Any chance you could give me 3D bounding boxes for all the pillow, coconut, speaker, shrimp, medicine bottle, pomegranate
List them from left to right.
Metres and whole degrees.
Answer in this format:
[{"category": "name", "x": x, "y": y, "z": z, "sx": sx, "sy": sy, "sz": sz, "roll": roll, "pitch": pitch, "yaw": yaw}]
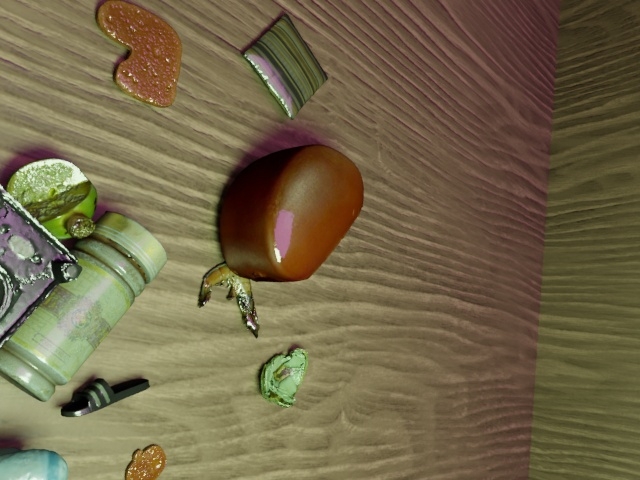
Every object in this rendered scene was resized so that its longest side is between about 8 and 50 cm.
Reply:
[{"category": "speaker", "x": -0.533, "y": 0.057, "z": 0.802, "sx": 0.184, "sy": 0.253, "sz": 0.232, "roll": 53, "pitch": 54, "yaw": -31}, {"category": "pomegranate", "x": -0.463, "y": -0.057, "z": 0.965, "sx": 0.169, "sy": 0.122, "sz": 0.143, "roll": 43, "pitch": 58, "yaw": 6}, {"category": "medicine bottle", "x": -0.433, "y": 0.112, "z": 0.970, "sx": 0.151, "sy": 0.151, "sz": 0.323, "roll": 53, "pitch": 54, "yaw": -29}, {"category": "shrimp", "x": -0.213, "y": 0.152, "z": 1.268, "sx": 0.147, "sy": 0.035, "sz": 0.195, "roll": -18, "pitch": 93, "yaw": -47}, {"category": "coconut", "x": -0.096, "y": 0.349, "z": 1.364, "sx": 0.158, "sy": 0.055, "sz": 0.133, "roll": -10, "pitch": 96, "yaw": -44}, {"category": "pillow", "x": -0.085, "y": -0.456, "z": 1.426, "sx": 0.208, "sy": 0.052, "sz": 0.212, "roll": 52, "pitch": 52, "yaw": -27}]

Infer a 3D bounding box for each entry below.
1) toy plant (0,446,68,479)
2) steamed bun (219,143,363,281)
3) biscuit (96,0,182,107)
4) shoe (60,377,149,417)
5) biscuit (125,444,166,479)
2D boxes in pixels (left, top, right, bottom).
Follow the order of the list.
[{"category": "toy plant", "x": -0.529, "y": 0.399, "z": 0.816, "sx": 0.332, "sy": 0.247, "sz": 0.247, "roll": 47, "pitch": 57, "yaw": -38}, {"category": "steamed bun", "x": -0.074, "y": -0.083, "z": 1.284, "sx": 0.379, "sy": 0.234, "sz": 0.248, "roll": -50, "pitch": 121, "yaw": -37}, {"category": "biscuit", "x": -0.382, "y": -0.388, "z": 1.134, "sx": 0.186, "sy": 0.036, "sz": 0.192, "roll": 13, "pitch": 79, "yaw": -42}, {"category": "shoe", "x": -0.413, "y": 0.283, "z": 1.041, "sx": 0.179, "sy": 0.071, "sz": 0.049, "roll": -12, "pitch": 95, "yaw": -51}, {"category": "biscuit", "x": -0.361, "y": 0.464, "z": 1.118, "sx": 0.091, "sy": 0.015, "sz": 0.078, "roll": -38, "pitch": 112, "yaw": -40}]
